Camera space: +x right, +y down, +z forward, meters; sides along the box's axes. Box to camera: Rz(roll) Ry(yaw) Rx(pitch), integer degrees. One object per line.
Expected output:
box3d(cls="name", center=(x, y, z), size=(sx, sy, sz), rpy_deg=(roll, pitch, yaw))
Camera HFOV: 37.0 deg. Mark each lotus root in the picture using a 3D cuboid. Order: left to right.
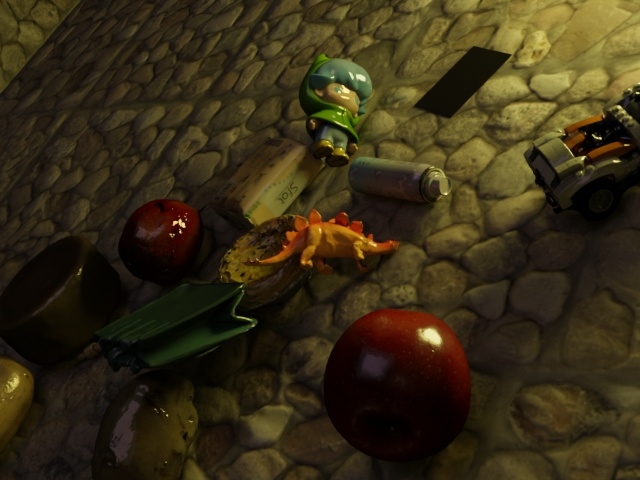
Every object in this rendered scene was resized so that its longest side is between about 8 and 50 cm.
box3d(cls="lotus root", center=(-0.728, 0.391, 2.002), size=(0.169, 0.151, 0.343), rpy_deg=(-4, 45, 41))

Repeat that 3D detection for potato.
box3d(cls="potato", center=(-0.305, 0.345, 1.655), size=(0.165, 0.165, 0.262), rpy_deg=(-7, 48, 38))

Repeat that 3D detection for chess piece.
box3d(cls="chess piece", center=(-0.487, 0.235, 2.060), size=(0.092, 0.035, 0.035), rpy_deg=(-29, 36, 22))

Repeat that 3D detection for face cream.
box3d(cls="face cream", center=(0.153, -0.115, 1.821), size=(0.229, 0.075, 0.075), rpy_deg=(12, 59, 49))

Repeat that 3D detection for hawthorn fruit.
box3d(cls="hawthorn fruit", center=(-0.331, -0.014, 2.083), size=(0.181, 0.181, 0.235), rpy_deg=(-3, 36, 40))

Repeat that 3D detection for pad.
box3d(cls="pad", center=(0.296, -0.334, 1.995), size=(0.190, 0.004, 0.127), rpy_deg=(-46, 35, -8))

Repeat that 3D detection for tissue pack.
box3d(cls="tissue pack", center=(-0.117, -0.123, 2.066), size=(0.222, 0.090, 0.186), rpy_deg=(-49, 33, -16))

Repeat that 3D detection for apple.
box3d(cls="apple", center=(0.111, 0.208, 1.381), size=(0.218, 0.218, 0.201), rpy_deg=(-21, 38, 24))

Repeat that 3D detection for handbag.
box3d(cls="handbag", center=(-0.270, 0.160, 1.750), size=(0.238, 0.089, 0.326), rpy_deg=(-25, 9, -25))

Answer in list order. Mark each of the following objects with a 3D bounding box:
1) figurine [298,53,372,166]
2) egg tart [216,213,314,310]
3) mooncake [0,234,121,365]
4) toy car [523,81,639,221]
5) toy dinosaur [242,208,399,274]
box3d(cls="figurine", center=(0.028, -0.282, 2.056), size=(0.143, 0.162, 0.263), rpy_deg=(-35, 40, 47))
box3d(cls="egg tart", center=(-0.092, 0.052, 1.846), size=(0.234, 0.094, 0.234), rpy_deg=(-26, 34, 20))
box3d(cls="mooncake", center=(-0.584, 0.138, 2.140), size=(0.284, 0.155, 0.284), rpy_deg=(-26, 33, 18))
box3d(cls="toy car", center=(0.482, -0.163, 1.543), size=(0.301, 0.118, 0.193), rpy_deg=(-32, 33, 9))
box3d(cls="toy dinosaur", center=(0.000, 0.000, 1.741), size=(0.288, 0.070, 0.117), rpy_deg=(-2, 64, -6))
